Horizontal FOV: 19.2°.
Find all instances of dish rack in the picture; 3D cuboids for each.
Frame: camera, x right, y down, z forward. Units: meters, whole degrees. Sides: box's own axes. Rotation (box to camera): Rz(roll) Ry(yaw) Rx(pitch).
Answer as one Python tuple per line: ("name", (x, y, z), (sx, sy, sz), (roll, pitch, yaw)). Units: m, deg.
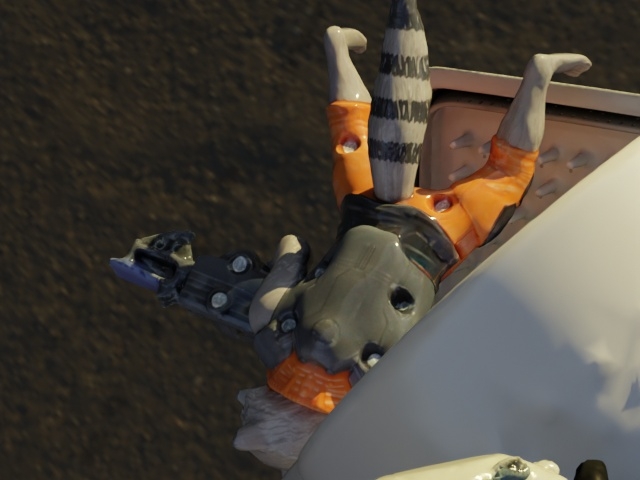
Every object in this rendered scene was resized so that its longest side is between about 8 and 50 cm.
("dish rack", (0.183, 0.038, 1.403), (0.072, 0.285, 0.333), (-27, 122, -51))

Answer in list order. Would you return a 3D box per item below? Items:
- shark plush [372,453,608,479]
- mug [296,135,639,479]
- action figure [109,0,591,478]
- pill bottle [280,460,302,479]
("shark plush", (0.051, 0.108, 0.645), (0.161, 0.073, 0.067), (-8, 86, -32))
("mug", (0.229, 0.119, 0.857), (0.374, 0.328, 0.276), (-31, 165, -39))
("action figure", (0.000, 0.000, 1.309), (0.178, 0.341, 0.330), (50, 56, -67))
("pill bottle", (0.116, 0.239, 1.047), (0.323, 0.181, 0.181), (22, 101, -15))
